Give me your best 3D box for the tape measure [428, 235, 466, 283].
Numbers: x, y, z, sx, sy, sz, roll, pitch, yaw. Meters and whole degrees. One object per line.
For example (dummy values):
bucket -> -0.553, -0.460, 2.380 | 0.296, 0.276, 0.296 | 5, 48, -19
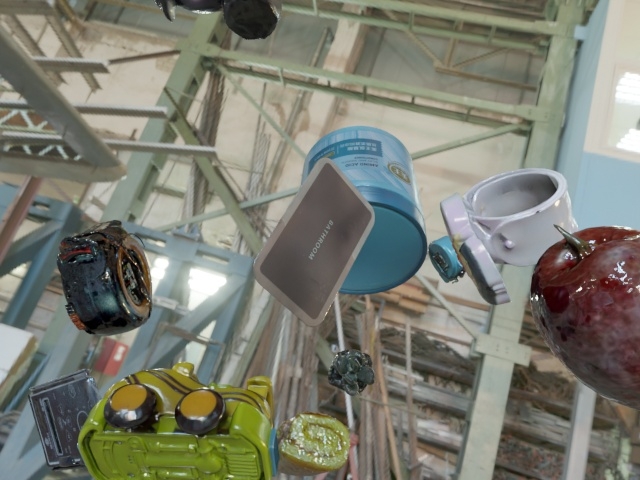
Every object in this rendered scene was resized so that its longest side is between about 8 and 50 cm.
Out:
tape measure -> 0.388, 0.052, 1.555 | 0.146, 0.081, 0.125 | 59, -19, 19

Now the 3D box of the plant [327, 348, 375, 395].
plant -> 0.100, 0.434, 1.703 | 0.146, 0.149, 0.274 | 8, -16, 2

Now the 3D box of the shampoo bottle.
shampoo bottle -> 0.104, -0.087, 1.386 | 0.331, 0.342, 0.331 | 1, -47, 2

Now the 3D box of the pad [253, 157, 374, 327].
pad -> 0.000, 0.000, 0.883 | 0.002, 0.266, 0.176 | -3, -41, 49

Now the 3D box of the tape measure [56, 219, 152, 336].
tape measure -> -0.413, 0.076, 0.994 | 0.135, 0.223, 0.202 | -14, 15, -1

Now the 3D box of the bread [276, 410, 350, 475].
bread -> -0.027, 0.379, 0.951 | 0.132, 0.103, 0.172 | 17, -33, -9

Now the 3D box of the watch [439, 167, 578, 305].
watch -> 0.366, -0.014, 0.970 | 0.231, 0.244, 0.196 | -20, -64, 7

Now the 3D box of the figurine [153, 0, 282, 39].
figurine -> -0.050, -0.226, 0.256 | 0.145, 0.145, 0.222 | 17, -26, 4

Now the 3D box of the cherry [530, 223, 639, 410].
cherry -> 0.404, 0.104, 0.687 | 0.300, 0.203, 0.230 | 52, 4, -7

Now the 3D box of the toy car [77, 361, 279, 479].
toy car -> -0.174, 0.243, 0.676 | 0.248, 0.142, 0.200 | 4, -57, 2

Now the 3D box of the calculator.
calculator -> -0.446, 0.324, 0.916 | 0.274, 0.165, 0.028 | -24, -5, 38
